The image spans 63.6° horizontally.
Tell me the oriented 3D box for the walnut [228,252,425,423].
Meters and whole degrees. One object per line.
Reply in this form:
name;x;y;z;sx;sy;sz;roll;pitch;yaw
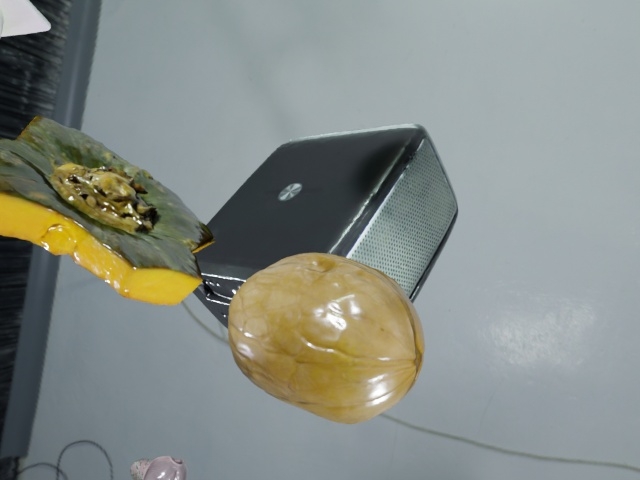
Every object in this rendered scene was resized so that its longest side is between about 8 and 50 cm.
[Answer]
walnut;0.004;0.094;0.530;0.207;0.167;0.167;13;93;31

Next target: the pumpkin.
pumpkin;-0.230;-0.027;0.500;0.258;0.290;0.095;32;105;-13

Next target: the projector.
projector;0.000;0.000;0.975;0.395;0.242;0.405;4;47;42

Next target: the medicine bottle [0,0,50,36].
medicine bottle;-0.678;-0.370;0.810;0.406;0.236;0.235;-6;87;0

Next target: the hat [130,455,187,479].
hat;-0.181;0.273;0.574;0.087;0.042;0.058;-34;116;31
